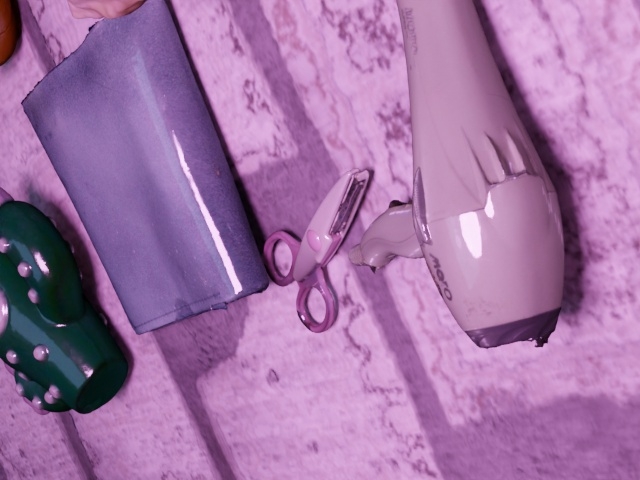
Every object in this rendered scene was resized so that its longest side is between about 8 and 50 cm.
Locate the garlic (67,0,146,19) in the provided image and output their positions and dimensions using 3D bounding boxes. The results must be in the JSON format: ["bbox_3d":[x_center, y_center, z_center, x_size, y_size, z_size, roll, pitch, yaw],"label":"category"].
[{"bbox_3d":[-0.167,-0.318,0.755,0.340,0.246,0.231,54,159,-16],"label":"garlic"}]

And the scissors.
[{"bbox_3d":[0.000,0.000,0.904,0.085,0.022,0.176,55,147,19],"label":"scissors"}]

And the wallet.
[{"bbox_3d":[-0.158,-0.045,1.069,0.290,0.054,0.251,-24,88,58],"label":"wallet"}]

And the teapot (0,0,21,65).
[{"bbox_3d":[-0.335,-0.213,1.187,0.098,0.078,0.129,7,115,53],"label":"teapot"}]

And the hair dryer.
[{"bbox_3d":[0.065,-0.061,0.754,0.225,0.088,0.219,-151,54,-63],"label":"hair dryer"}]

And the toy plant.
[{"bbox_3d":[-0.297,0.072,1.277,0.232,0.112,0.243,-31,90,51],"label":"toy plant"}]
